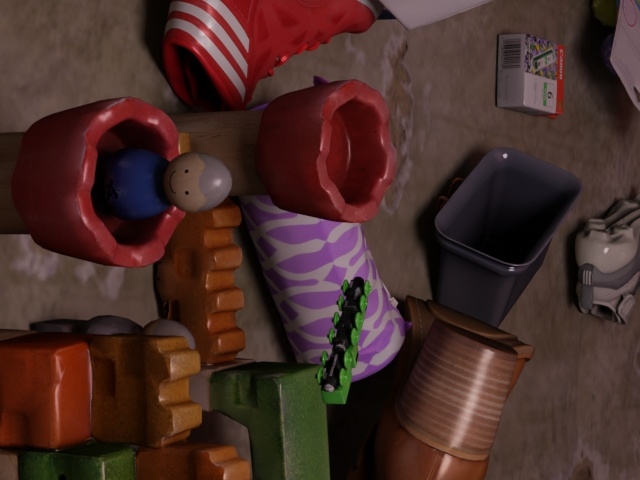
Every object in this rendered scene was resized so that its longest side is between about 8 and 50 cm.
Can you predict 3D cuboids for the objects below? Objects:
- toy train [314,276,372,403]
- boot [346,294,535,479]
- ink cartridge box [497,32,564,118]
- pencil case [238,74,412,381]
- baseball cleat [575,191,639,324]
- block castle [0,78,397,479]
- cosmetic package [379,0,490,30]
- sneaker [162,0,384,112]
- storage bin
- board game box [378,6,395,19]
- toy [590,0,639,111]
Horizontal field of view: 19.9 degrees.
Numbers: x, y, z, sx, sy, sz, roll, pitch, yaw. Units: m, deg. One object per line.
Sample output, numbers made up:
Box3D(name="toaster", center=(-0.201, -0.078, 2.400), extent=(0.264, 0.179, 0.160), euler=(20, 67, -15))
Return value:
Box3D(name="toy train", center=(0.014, 0.053, 0.965), extent=(0.083, 0.017, 0.024), euler=(-72, 157, -46))
Box3D(name="boot", center=(0.076, 0.163, 1.335), extent=(0.283, 0.109, 0.220), euler=(-103, -145, -85))
Box3D(name="ink cartridge box", center=(0.191, -0.141, 1.580), extent=(0.115, 0.029, 0.063), euler=(5, 86, -56))
Box3D(name="pencil case", center=(0.000, 0.000, 1.236), extent=(0.088, 0.086, 0.206), euler=(-29, 121, -16))
Box3D(name="baseball cleat", center=(0.289, 0.017, 1.715), extent=(0.206, 0.072, 0.109), euler=(-17, 118, -51))
Box3D(name="block castle", center=(-0.068, 0.141, 1.024), extent=(0.303, 0.212, 0.453), euler=(-10, 99, -56))
Box3D(name="cosmetic package", center=(0.033, -0.243, 1.171), extent=(0.231, 0.085, 0.117), euler=(40, 38, -52))
Box3D(name="sneaker", center=(-0.041, -0.137, 1.206), extent=(0.221, 0.087, 0.128), euler=(15, 97, -58))
Box3D(name="storage bin", center=(0.137, 0.002, 1.458), extent=(0.135, 0.098, 0.091), euler=(-49, 157, -46))
Box3D(name="board game box", center=(0.048, -0.307, 1.328), extent=(0.165, 0.042, 0.243), euler=(37, 64, -48))
Box3D(name="toy", center=(0.293, -0.217, 1.712), extent=(0.137, 0.056, 0.237), euler=(47, 48, -42))
